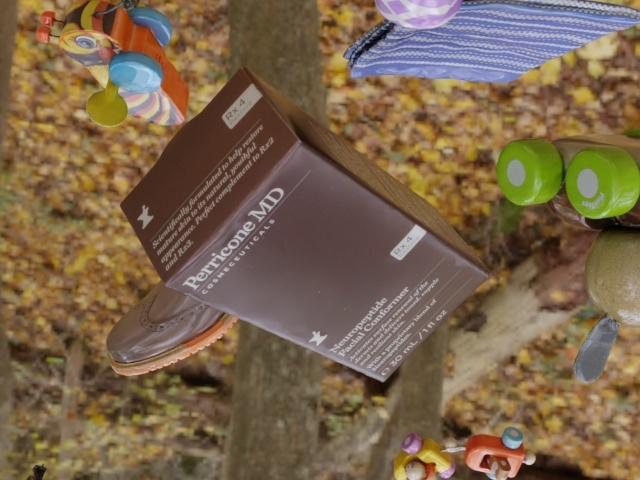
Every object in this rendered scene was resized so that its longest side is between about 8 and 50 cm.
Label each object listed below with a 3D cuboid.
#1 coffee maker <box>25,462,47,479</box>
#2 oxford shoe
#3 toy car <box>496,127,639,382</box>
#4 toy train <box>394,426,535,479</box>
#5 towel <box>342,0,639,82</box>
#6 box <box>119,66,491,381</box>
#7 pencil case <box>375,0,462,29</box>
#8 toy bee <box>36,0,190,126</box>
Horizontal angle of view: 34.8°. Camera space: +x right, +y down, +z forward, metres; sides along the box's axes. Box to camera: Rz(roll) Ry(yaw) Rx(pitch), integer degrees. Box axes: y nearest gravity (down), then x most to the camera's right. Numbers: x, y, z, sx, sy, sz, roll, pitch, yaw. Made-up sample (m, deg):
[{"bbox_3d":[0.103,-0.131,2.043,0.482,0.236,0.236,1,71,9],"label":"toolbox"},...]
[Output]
[{"bbox_3d":[-0.259,0.338,1.112,0.178,0.120,0.171,17,139,-27],"label":"coffee maker"},{"bbox_3d":[-0.129,0.011,1.208,0.133,0.363,0.130,50,177,-36],"label":"oxford shoe"},{"bbox_3d":[0.236,0.012,0.798,0.155,0.188,0.149,-8,-167,-29],"label":"toy car"},{"bbox_3d":[0.124,0.239,0.965,0.125,0.166,0.046,16,-144,-8],"label":"toy train"},{"bbox_3d":[0.178,-0.223,1.164,0.243,0.040,0.336,2,179,-12],"label":"towel"},{"bbox_3d":[0.000,0.000,1.081,0.381,0.191,0.143,30,-162,-46],"label":"box"},{"bbox_3d":[0.083,-0.265,0.815,0.086,0.088,0.206,12,148,8],"label":"pencil case"},{"bbox_3d":[-0.277,-0.265,1.338,0.162,0.195,0.298,3,132,9],"label":"toy bee"}]
